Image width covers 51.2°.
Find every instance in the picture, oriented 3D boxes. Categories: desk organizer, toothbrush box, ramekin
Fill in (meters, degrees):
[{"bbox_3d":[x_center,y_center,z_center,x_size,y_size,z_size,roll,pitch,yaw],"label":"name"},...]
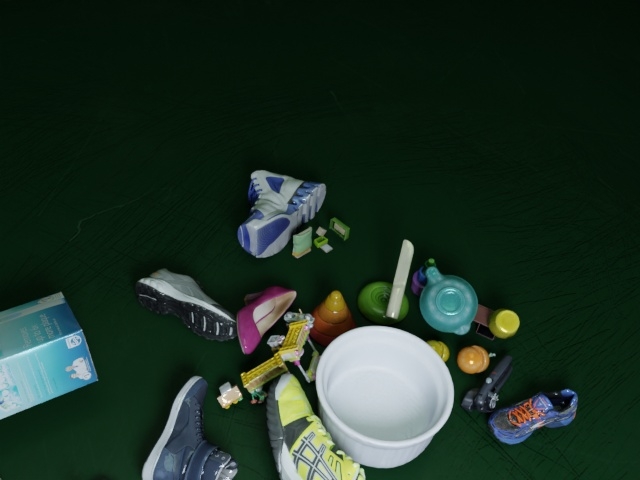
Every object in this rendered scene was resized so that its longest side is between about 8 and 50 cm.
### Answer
[{"bbox_3d":[0.367,0.184,1.604,0.130,0.047,0.050,24,52,17],"label":"desk organizer"},{"bbox_3d":[-0.620,0.237,1.313,0.295,0.126,0.216,-20,27,-24],"label":"toothbrush box"},{"bbox_3d":[0.122,0.324,1.368,0.277,0.135,0.277,4,46,-4],"label":"ramekin"}]

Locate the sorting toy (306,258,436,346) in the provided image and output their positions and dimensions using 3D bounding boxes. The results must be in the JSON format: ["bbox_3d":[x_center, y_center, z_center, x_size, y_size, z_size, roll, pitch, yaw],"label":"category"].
[{"bbox_3d":[0.136,0.123,1.579,0.365,0.126,0.127,-20,51,-24],"label":"sorting toy"}]

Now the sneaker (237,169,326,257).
[{"bbox_3d":[-0.140,-0.086,1.764,0.182,0.128,0.315,25,40,22],"label":"sneaker"}]

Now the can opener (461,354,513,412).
[{"bbox_3d":[0.378,0.310,1.465,0.073,0.059,0.186,20,41,34],"label":"can opener"}]

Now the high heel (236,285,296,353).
[{"bbox_3d":[-0.116,0.173,1.483,0.117,0.082,0.244,-10,16,5],"label":"high heel"}]

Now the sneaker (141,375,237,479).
[{"bbox_3d":[-0.222,0.379,1.291,0.163,0.086,0.226,8,53,16],"label":"sneaker"}]

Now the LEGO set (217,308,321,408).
[{"bbox_3d":[-0.085,0.279,1.438,0.132,0.107,0.287,-1,37,44],"label":"LEGO set"}]

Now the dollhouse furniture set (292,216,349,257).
[{"bbox_3d":[0.000,0.000,1.717,0.151,0.076,0.058,-29,55,-32],"label":"dollhouse furniture set"}]

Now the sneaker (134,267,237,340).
[{"bbox_3d":[-0.291,0.136,1.529,0.271,0.100,0.108,25,42,17],"label":"sneaker"}]

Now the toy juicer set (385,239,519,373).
[{"bbox_3d":[0.275,0.174,1.546,0.329,0.089,0.209,34,84,11],"label":"toy juicer set"}]

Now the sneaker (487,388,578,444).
[{"bbox_3d":[0.449,0.359,1.411,0.221,0.087,0.083,-14,48,-21],"label":"sneaker"}]

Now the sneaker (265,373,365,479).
[{"bbox_3d":[0.003,0.419,1.232,0.147,0.145,0.385,-22,59,4],"label":"sneaker"}]
